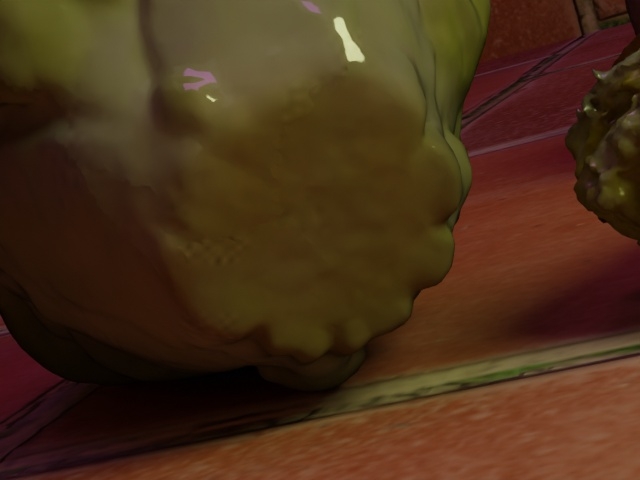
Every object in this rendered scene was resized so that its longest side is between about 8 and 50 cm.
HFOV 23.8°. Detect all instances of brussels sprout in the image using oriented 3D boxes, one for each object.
[{"bbox_3d":[-0.065,-0.077,0.599,0.242,0.274,0.316,-11,3,-20],"label":"brussels sprout"}]

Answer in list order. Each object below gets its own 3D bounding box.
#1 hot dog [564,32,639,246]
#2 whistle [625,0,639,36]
[{"bbox_3d":[0.180,-0.043,0.538,0.213,0.103,0.146,-11,-20,-47],"label":"hot dog"},{"bbox_3d":[0.310,-0.154,0.857,0.347,0.189,0.189,-5,0,-35],"label":"whistle"}]
